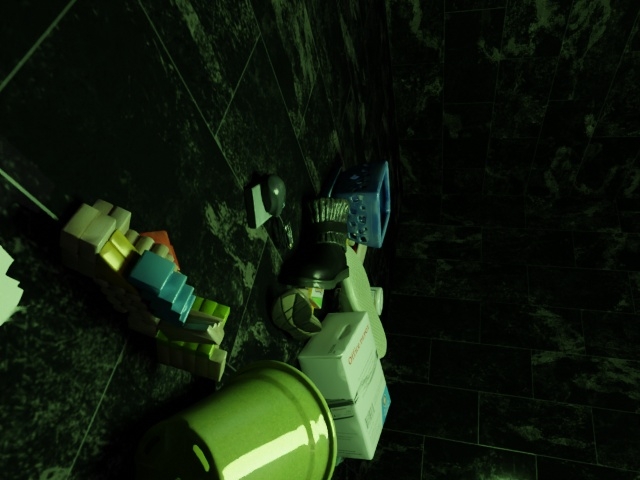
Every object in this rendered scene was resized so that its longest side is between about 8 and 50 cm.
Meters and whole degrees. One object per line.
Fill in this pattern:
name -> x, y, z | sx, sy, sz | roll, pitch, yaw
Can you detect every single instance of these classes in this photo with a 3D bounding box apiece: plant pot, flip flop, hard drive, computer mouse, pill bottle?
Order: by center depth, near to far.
plant pot -> -0.150, 0.358, 0.744 | 0.254, 0.275, 0.276 | 9, 85, -62
hard drive -> -0.137, -0.095, 1.063 | 0.135, 0.022, 0.094 | -53, 143, -62
computer mouse -> -0.092, -0.063, 1.107 | 0.242, 0.041, 0.071 | 75, 24, -49
flip flop -> -0.065, 0.197, 1.245 | 0.277, 0.112, 0.080 | 60, 10, -57
plant pot -> 0.130, -0.135, 1.630 | 0.236, 0.211, 0.236 | -67, 154, -49
pill bottle -> 0.152, 0.238, 1.809 | 0.112, 0.186, 0.112 | 3, 90, -75

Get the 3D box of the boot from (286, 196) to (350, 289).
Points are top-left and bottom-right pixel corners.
boot -> -0.004, 0.000, 1.342 | 0.348, 0.131, 0.260 | -16, 107, -71

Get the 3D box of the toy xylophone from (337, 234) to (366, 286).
toy xylophone -> 0.134, 0.026, 1.900 | 0.323, 0.081, 0.236 | -66, 154, -51

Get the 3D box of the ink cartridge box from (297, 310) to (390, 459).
ink cartridge box -> 0.094, 0.480, 1.536 | 0.285, 0.166, 0.395 | -45, 124, -59

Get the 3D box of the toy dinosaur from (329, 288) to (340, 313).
toy dinosaur -> 0.062, 0.228, 1.719 | 0.082, 0.090, 0.047 | -52, 176, 13

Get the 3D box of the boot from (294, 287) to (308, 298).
boot -> -0.058, 0.187, 1.353 | 0.118, 0.042, 0.087 | 23, 73, -72

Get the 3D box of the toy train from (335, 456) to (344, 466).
toy train -> 0.075, 0.769, 1.769 | 0.334, 0.142, 0.190 | 56, 52, -67

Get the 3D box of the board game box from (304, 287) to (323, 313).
board game box -> -0.011, 0.109, 1.515 | 0.124, 0.039, 0.260 | 57, 42, -62

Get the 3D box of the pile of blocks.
pile of blocks -> -0.206, 0.067, 0.636 | 0.362, 0.148, 0.113 | 74, 25, -47

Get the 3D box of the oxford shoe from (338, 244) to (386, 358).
oxford shoe -> 0.122, 0.237, 1.680 | 0.169, 0.130, 0.450 | -31, 106, -58
